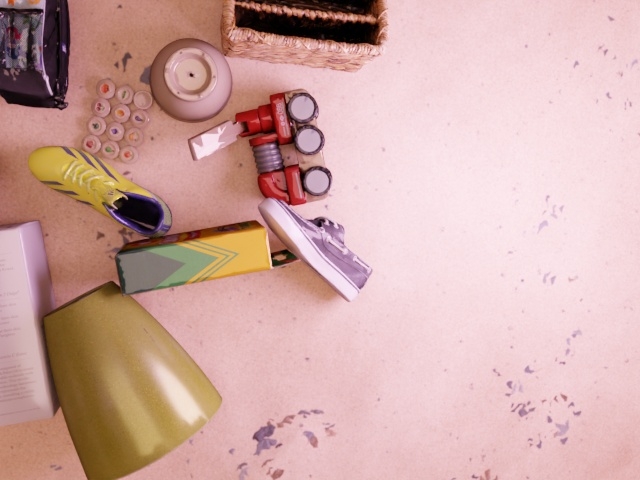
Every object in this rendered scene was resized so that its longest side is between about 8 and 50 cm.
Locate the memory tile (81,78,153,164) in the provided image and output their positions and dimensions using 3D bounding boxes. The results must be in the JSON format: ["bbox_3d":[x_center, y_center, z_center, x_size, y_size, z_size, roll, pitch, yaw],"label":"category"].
[{"bbox_3d":[-0.391,-0.228,1.350,0.113,0.012,0.148,16,96,-7],"label":"memory tile"}]

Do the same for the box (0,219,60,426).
[{"bbox_3d":[-0.607,0.151,1.279,0.214,0.168,0.346,-8,97,-9],"label":"box"}]

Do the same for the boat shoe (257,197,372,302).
[{"bbox_3d":[0.000,0.000,1.373,0.102,0.108,0.301,-50,121,-8],"label":"boat shoe"}]

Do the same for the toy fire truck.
[{"bbox_3d":[-0.111,-0.166,1.355,0.246,0.158,0.217,-11,98,3],"label":"toy fire truck"}]

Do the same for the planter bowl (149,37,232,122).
[{"bbox_3d":[-0.245,-0.309,1.327,0.162,0.109,0.162,-1,95,-10],"label":"planter bowl"}]

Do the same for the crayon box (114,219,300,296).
[{"bbox_3d":[-0.210,0.023,1.319,0.318,0.202,0.081,-10,97,-10],"label":"crayon box"}]

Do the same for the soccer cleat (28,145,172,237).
[{"bbox_3d":[-0.408,-0.096,1.312,0.289,0.121,0.093,29,90,-11],"label":"soccer cleat"}]

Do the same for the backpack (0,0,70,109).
[{"bbox_3d":[-0.525,-0.371,1.217,0.191,0.225,0.254,6,90,-15],"label":"backpack"}]

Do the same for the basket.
[{"bbox_3d":[-0.030,-0.442,1.294,0.299,0.223,0.214,5,95,-9],"label":"basket"}]

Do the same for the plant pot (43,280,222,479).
[{"bbox_3d":[-0.367,0.232,1.277,0.274,0.275,0.294,-27,98,-6],"label":"plant pot"}]
